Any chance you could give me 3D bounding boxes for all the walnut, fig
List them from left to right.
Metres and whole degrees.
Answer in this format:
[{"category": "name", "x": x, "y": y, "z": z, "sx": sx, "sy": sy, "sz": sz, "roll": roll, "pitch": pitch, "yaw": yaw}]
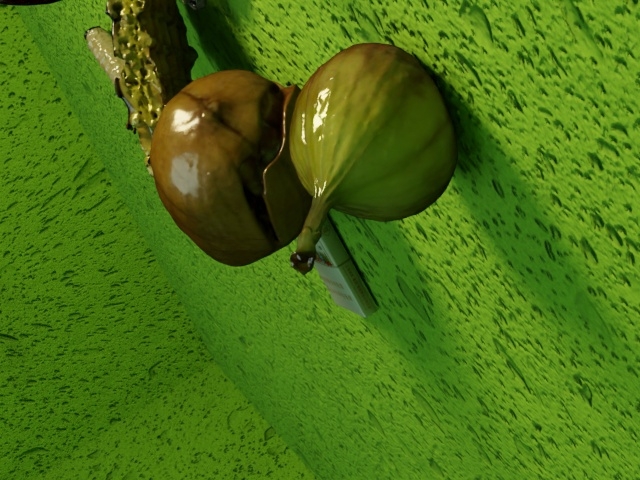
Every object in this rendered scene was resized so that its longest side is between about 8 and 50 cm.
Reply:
[{"category": "walnut", "x": -0.095, "y": -0.075, "z": 1.432, "sx": 0.209, "sy": 0.209, "sz": 0.336, "roll": 53, "pitch": 164, "yaw": 21}, {"category": "fig", "x": 0.043, "y": -0.068, "z": 0.992, "sx": 0.231, "sy": 0.143, "sz": 0.160, "roll": -85, "pitch": -23, "yaw": -62}]

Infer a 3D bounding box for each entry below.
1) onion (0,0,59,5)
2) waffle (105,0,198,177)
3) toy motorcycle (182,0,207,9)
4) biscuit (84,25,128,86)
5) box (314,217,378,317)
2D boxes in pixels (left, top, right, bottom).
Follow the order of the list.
[{"category": "onion", "x": -0.413, "y": -0.459, "z": 1.525, "sx": 0.337, "sy": 0.281, "sz": 0.260, "roll": 62, "pitch": 170, "yaw": -17}, {"category": "waffle", "x": -0.208, "y": -0.223, "z": 1.526, "sx": 0.307, "sy": 0.060, "sz": 0.312, "roll": 68, "pitch": -165, "yaw": -59}, {"category": "toy motorcycle", "x": -0.164, "y": -0.344, "z": 1.367, "sx": 0.124, "sy": 0.061, "sz": 0.193, "roll": 57, "pitch": 166, "yaw": 6}, {"category": "biscuit", "x": -0.371, "y": -0.313, "z": 2.237, "sx": 0.219, "sy": 0.055, "sz": 0.061, "roll": 55, "pitch": 173, "yaw": 17}, {"category": "box", "x": -0.001, "y": 0.000, "z": 1.639, "sx": 0.220, "sy": 0.032, "sz": 0.122, "roll": 61, "pitch": 168, "yaw": -16}]
